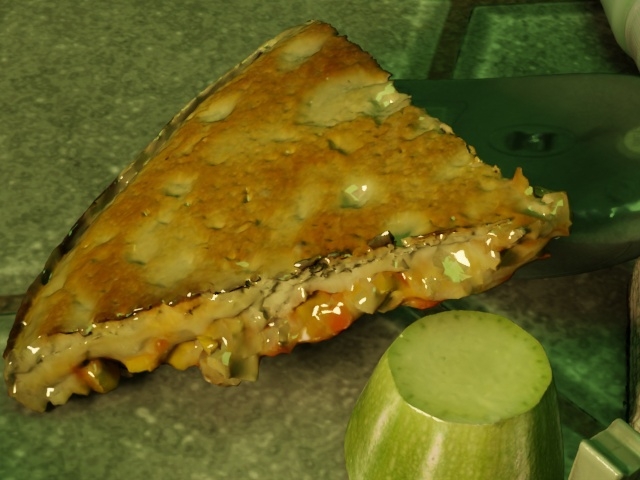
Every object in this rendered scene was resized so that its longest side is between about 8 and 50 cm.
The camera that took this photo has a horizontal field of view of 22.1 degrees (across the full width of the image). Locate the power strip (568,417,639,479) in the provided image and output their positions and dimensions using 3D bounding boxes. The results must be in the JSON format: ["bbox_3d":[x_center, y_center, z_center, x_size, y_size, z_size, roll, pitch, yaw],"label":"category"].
[{"bbox_3d":[0.191,0.192,1.118,0.215,0.145,0.061,-26,50,-34],"label":"power strip"}]

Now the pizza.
[{"bbox_3d":[0.000,0.000,1.259,0.406,0.130,0.440,10,48,33],"label":"pizza"}]

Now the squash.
[{"bbox_3d":[0.102,0.130,1.200,0.170,0.123,0.170,1,42,-1],"label":"squash"}]

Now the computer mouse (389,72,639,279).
[{"bbox_3d":[0.159,-0.049,1.402,0.371,0.122,0.188,5,49,19],"label":"computer mouse"}]

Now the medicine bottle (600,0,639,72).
[{"bbox_3d":[0.357,-0.260,1.680,0.139,0.139,0.225,3,41,-8],"label":"medicine bottle"}]

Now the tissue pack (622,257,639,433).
[{"bbox_3d":[0.331,0.101,1.308,0.173,0.073,0.235,11,39,4],"label":"tissue pack"}]
